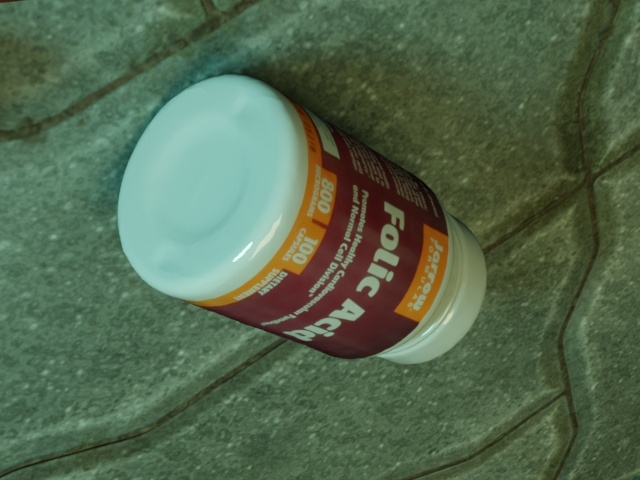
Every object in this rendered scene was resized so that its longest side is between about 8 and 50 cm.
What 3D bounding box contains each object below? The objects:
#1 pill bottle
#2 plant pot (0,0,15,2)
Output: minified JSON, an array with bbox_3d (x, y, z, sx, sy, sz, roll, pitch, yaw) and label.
[{"bbox_3d":[0.000,0.000,1.216,0.224,0.224,0.392,-50,140,12],"label":"pill bottle"},{"bbox_3d":[-0.299,-0.291,0.689,0.236,0.267,0.267,-19,138,-7],"label":"plant pot"}]
